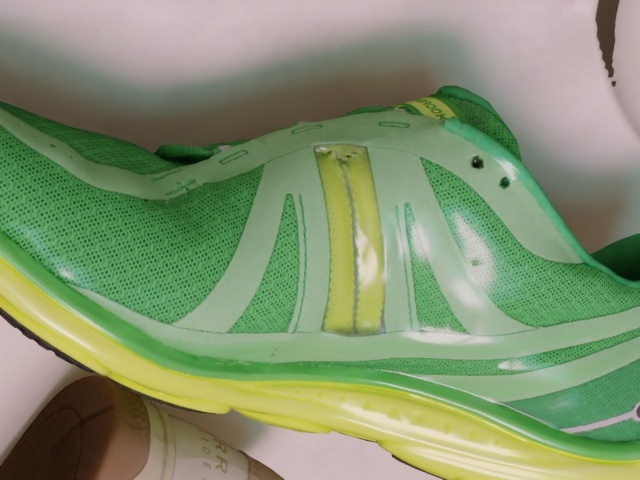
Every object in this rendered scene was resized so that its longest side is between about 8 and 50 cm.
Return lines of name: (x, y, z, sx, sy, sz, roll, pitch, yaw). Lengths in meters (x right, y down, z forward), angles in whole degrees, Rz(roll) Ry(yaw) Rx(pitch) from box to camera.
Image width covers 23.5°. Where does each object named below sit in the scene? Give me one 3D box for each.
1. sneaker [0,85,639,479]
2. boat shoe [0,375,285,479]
sneaker: (0.000, 0.000, 0.502, 0.295, 0.109, 0.123, 18, 92, -24)
boat shoe: (-0.124, 0.188, 0.571, 0.098, 0.109, 0.302, 30, 104, -29)
